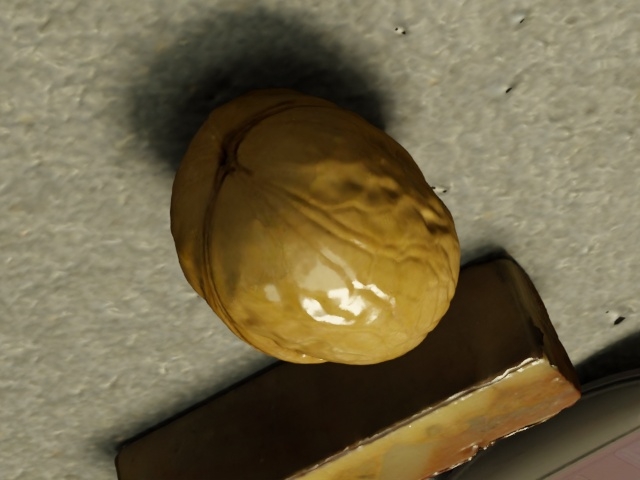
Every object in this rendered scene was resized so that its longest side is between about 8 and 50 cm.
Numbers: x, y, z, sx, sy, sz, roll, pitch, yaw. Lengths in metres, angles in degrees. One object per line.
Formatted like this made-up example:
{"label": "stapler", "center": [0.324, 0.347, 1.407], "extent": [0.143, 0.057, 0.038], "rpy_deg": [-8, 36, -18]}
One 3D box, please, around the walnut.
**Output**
{"label": "walnut", "center": [0.000, 0.000, 1.009], "extent": [0.144, 0.144, 0.180], "rpy_deg": [-26, 146, 14]}

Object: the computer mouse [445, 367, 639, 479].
{"label": "computer mouse", "center": [0.191, 0.152, 1.344], "extent": [0.232, 0.057, 0.120], "rpy_deg": [-34, 140, 27]}

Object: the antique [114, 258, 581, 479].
{"label": "antique", "center": [0.019, 0.124, 1.222], "extent": [0.310, 0.087, 0.093], "rpy_deg": [-29, 143, 17]}
